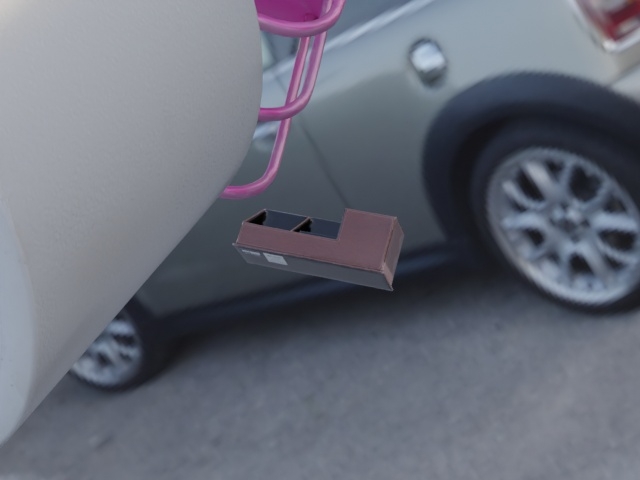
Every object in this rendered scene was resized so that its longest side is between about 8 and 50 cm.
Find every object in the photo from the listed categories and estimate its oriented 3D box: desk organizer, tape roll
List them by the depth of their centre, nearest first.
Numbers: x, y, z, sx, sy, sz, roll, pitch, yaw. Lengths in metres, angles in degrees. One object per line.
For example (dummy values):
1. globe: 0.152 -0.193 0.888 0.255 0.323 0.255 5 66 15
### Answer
1. tape roll: -0.166 -0.054 0.537 0.246 0.246 0.169 -22 21 38
2. desk organizer: 0.000 0.000 1.178 0.130 0.047 0.050 11 73 17

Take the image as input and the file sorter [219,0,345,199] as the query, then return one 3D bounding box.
1. file sorter: -0.063 -0.188 0.738 0.290 0.202 0.182 116 168 -49
